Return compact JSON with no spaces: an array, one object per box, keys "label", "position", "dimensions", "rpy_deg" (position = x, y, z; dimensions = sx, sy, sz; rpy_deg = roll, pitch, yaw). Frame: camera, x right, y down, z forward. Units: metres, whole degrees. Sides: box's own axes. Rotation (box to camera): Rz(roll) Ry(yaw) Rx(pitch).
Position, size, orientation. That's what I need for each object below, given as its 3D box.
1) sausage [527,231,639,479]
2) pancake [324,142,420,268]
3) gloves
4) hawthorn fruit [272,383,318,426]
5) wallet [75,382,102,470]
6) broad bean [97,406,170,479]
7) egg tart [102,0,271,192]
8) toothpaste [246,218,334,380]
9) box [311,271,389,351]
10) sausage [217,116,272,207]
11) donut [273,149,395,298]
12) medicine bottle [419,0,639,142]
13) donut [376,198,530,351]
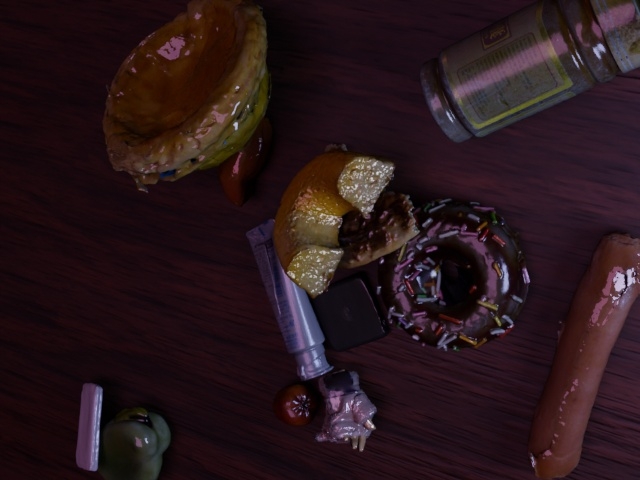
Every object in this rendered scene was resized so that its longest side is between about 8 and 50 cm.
[{"label":"sausage","position":[0.417,0.186,1.307],"dimensions":[0.094,0.094,0.418],"rpy_deg":[9,107,-16]},{"label":"pancake","position":[0.057,-0.068,1.418],"dimensions":[0.266,0.057,0.244],"rpy_deg":[-25,58,36]},{"label":"gloves","position":[0.047,0.309,1.508],"dimensions":[0.110,0.094,0.144],"rpy_deg":[4,79,1]},{"label":"hawthorn fruit","position":[-0.053,0.313,1.571],"dimensions":[0.093,0.081,0.081],"rpy_deg":[-17,92,56]},{"label":"wallet","position":[-0.494,0.398,1.771],"dimensions":[0.124,0.032,0.182],"rpy_deg":[-17,68,60]},{"label":"broad bean","position":[-0.405,0.447,1.749],"dimensions":[0.169,0.100,0.228],"rpy_deg":[29,112,27]},{"label":"egg tart","position":[-0.217,-0.254,1.443],"dimensions":[0.388,0.169,0.387],"rpy_deg":[-21,53,32]},{"label":"toothpaste","position":[-0.059,0.110,1.534],"dimensions":[0.114,0.073,0.299],"rpy_deg":[-24,86,57]},{"label":"box","position":[0.052,0.133,1.511],"dimensions":[0.125,0.027,0.126],"rpy_deg":[-23,90,30]},{"label":"sausage","position":[-0.141,-0.153,1.517],"dimensions":[0.089,0.089,0.179],"rpy_deg":[21,103,21]},{"label":"donut","position":[-0.001,-0.050,1.365],"dimensions":[0.152,0.101,0.259],"rpy_deg":[39,105,52]},{"label":"medicine bottle","position":[0.320,-0.272,1.234],"dimensions":[0.322,0.151,0.151],"rpy_deg":[-23,89,27]},{"label":"donut","position":[0.214,0.060,1.376],"dimensions":[0.270,0.103,0.269],"rpy_deg":[5,101,27]}]
